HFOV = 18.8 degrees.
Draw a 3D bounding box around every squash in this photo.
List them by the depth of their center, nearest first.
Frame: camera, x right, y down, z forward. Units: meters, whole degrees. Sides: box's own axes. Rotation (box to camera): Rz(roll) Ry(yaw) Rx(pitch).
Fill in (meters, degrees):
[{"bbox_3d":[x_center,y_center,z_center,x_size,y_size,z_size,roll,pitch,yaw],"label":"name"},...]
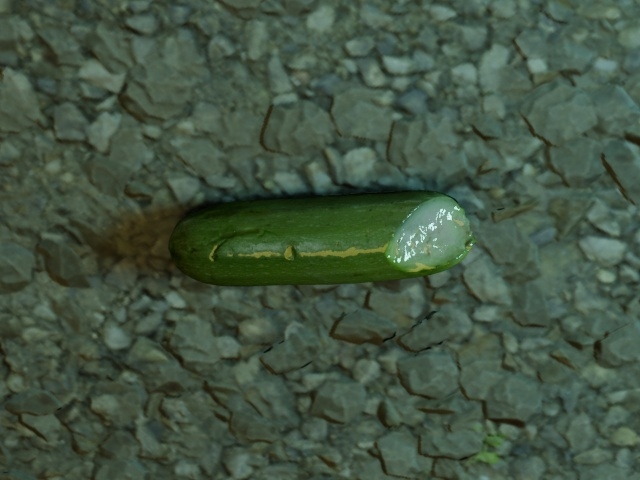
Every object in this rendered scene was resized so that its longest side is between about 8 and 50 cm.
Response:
[{"bbox_3d":[0.000,0.000,1.468,0.238,0.069,0.069,-3,122,11],"label":"squash"}]
